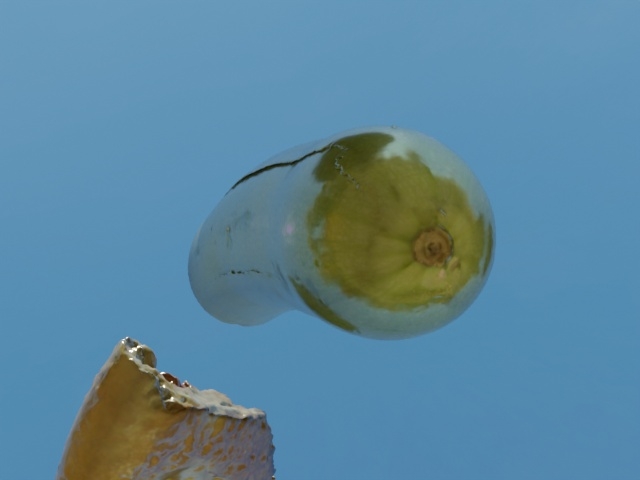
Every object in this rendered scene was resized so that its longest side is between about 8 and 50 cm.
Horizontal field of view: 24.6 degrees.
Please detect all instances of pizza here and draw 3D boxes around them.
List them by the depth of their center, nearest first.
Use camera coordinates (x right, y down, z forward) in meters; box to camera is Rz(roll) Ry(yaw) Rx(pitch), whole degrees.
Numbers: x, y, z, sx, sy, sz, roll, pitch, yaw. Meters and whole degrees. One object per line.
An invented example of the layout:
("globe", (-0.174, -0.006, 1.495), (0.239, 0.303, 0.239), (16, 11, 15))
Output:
("pizza", (-0.080, 0.154, 0.767), (0.134, 0.271, 0.056), (-34, -132, -22))

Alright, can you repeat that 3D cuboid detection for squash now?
("squash", (0.000, 0.000, 0.624), (0.083, 0.250, 0.083), (1, -93, -19))
